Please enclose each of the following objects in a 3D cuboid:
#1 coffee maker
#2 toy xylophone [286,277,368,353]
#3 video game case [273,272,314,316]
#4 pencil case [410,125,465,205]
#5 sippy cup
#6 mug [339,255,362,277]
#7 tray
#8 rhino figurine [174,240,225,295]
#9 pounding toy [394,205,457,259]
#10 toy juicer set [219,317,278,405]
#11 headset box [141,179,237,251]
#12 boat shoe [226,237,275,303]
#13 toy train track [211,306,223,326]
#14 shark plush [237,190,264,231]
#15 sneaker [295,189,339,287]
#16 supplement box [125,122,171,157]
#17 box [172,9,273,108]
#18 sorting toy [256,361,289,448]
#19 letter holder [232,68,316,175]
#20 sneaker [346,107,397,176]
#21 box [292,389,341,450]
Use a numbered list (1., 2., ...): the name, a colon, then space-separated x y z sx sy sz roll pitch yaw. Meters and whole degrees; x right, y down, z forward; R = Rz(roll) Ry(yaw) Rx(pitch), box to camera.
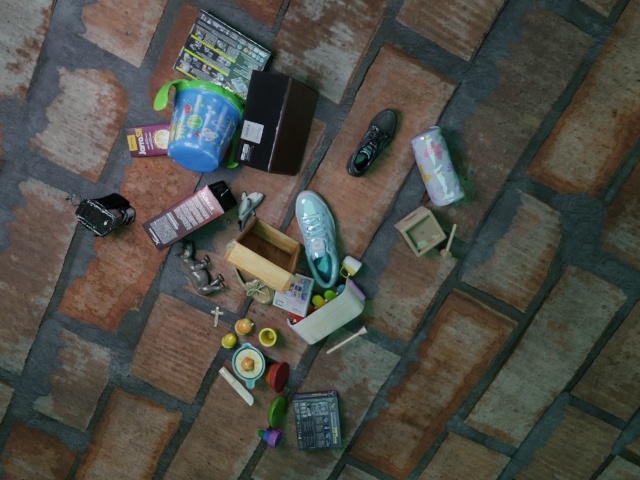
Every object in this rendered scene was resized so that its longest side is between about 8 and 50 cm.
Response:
1. coffee maker: -0.760 -0.111 1.479 0.120 0.178 0.171 -27 103 4
2. toy xylophone: 0.036 0.299 1.596 0.322 0.081 0.236 -28 115 11
3. video game case: -0.102 0.193 1.566 0.157 0.019 0.143 15 92 36
4. pencil case: 0.413 -0.256 1.472 0.124 0.113 0.273 -27 101 -4
5. sippy cup: -0.383 -0.350 1.353 0.305 0.240 0.224 18 66 -20
6. mug: 0.110 0.095 1.576 0.064 0.062 0.078 39 55 1
7. tray: -0.174 0.036 1.388 0.202 0.411 0.076 30 100 -6
8. rhino figurine: -0.467 0.103 1.580 0.106 0.073 0.243 -32 99 4
9. pounding toy: 0.404 -0.021 1.540 0.181 0.094 0.206 -36 109 3
10. toy juicer set: -0.307 0.459 1.624 0.209 0.089 0.329 23 96 11
11. headset box: -0.431 -0.100 1.459 0.293 0.218 0.110 -29 101 8
12. boat shoe: -0.269 0.127 1.573 0.104 0.089 0.285 -31 101 6
13. toy train track: -0.410 0.302 1.653 0.048 0.014 0.084 9 103 -1
14. shark plush: -0.263 -0.104 1.543 0.067 0.073 0.162 13 99 -33
15. sneaker: 0.000 0.000 1.511 0.135 0.150 0.366 -18 103 3
16. supplement box: -0.568 -0.351 1.473 0.188 0.081 0.104 -6 103 2
17. box: -0.329 -0.604 1.426 0.269 0.060 0.216 29 102 -5
18. sorting toy: -0.215 0.653 1.698 0.126 0.127 0.366 9 102 22
19. letter holder: -0.147 -0.388 1.432 0.151 0.214 0.302 20 103 23
20. sneaker: 0.187 -0.335 1.460 0.101 0.106 0.268 30 100 -5
21. box: -0.011 0.738 1.724 0.183 0.059 0.233 -6 102 2
